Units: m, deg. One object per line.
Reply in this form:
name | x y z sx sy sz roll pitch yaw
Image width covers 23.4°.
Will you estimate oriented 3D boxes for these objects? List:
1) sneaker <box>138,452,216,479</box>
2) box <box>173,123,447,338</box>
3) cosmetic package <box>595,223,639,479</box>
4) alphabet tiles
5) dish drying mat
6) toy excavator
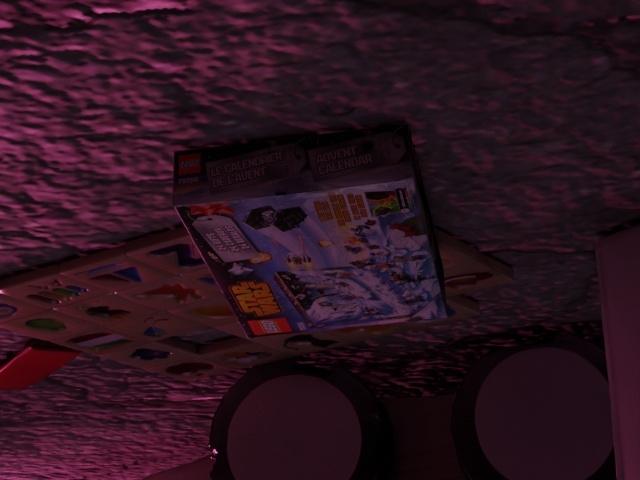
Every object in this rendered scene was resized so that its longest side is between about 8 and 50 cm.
sneaker | -0.137 0.296 1.180 0.131 0.148 0.350 -18 160 -36
box | 0.000 0.000 0.646 0.093 0.027 0.137 -7 154 7
cosmetic package | 0.243 0.057 0.678 0.151 0.151 0.183 14 154 -38
alphabet tiles | -0.035 0.029 0.771 0.237 0.009 0.198 -15 157 30
dish drying mat | -0.163 0.070 0.868 0.032 0.008 0.083 7 157 -30
toy excavator | 0.013 0.307 0.910 0.432 0.445 0.222 -7 160 10
